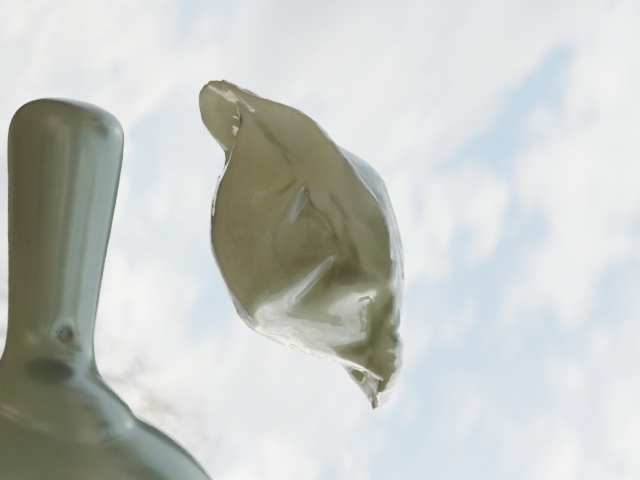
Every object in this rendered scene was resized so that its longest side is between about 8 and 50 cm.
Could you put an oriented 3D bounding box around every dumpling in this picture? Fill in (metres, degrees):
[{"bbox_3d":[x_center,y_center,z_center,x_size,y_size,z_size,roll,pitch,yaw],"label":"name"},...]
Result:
[{"bbox_3d":[0.002,0.004,1.015,0.166,0.126,0.216,173,-87,-70],"label":"dumpling"}]

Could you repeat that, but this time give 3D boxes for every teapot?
[{"bbox_3d":[-0.124,0.114,0.793,0.318,0.220,0.149,-57,-157,-1],"label":"teapot"}]
